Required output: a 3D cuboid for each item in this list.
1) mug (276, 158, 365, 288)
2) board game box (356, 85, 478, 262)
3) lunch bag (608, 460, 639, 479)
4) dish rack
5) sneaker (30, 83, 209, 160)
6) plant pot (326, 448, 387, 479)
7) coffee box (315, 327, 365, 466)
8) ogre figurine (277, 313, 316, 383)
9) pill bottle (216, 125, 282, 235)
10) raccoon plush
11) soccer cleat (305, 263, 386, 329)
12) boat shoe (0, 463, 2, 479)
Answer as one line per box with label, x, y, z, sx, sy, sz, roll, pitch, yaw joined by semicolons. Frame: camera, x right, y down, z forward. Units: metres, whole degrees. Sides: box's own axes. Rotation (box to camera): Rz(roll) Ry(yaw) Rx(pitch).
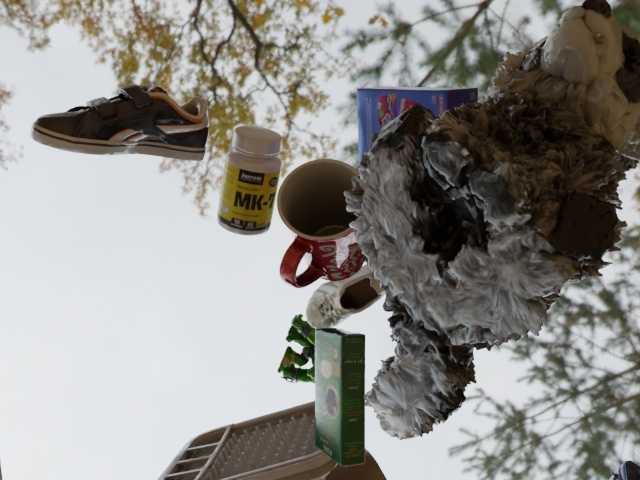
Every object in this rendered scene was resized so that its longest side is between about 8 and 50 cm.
mug;-0.003;-0.008;0.860;0.150;0.169;0.113;-32;-113;-7
board game box;0.173;-0.107;1.204;0.078;0.233;0.347;-14;-70;-34
lunch bag;0.429;0.342;0.861;0.098;0.065;0.067;33;-156;10
dish rack;-0.108;0.385;1.146;0.285;0.333;0.072;-36;-72;-82
sneaker;-0.349;-0.221;1.163;0.321;0.127;0.126;-3;-154;-41
plant pot;0.003;0.566;1.313;0.280;0.323;0.323;-22;-109;-15
coffee box;0.028;0.225;0.956;0.040;0.113;0.184;1;-93;-21
ogre figurine;-0.021;0.249;1.411;0.118;0.197;0.097;20;-160;10
pill bottle;-0.146;-0.125;1.352;0.119;0.208;0.119;10;-155;-5
raccoon plush;0.177;-0.024;0.671;0.216;0.446;0.299;44;-129;16
soccer cleat;0.034;0.089;0.981;0.068;0.196;0.076;51;-141;-3
boat shoe;-0.549;0.377;1.062;0.040;0.049;0.142;5;-155;-35
